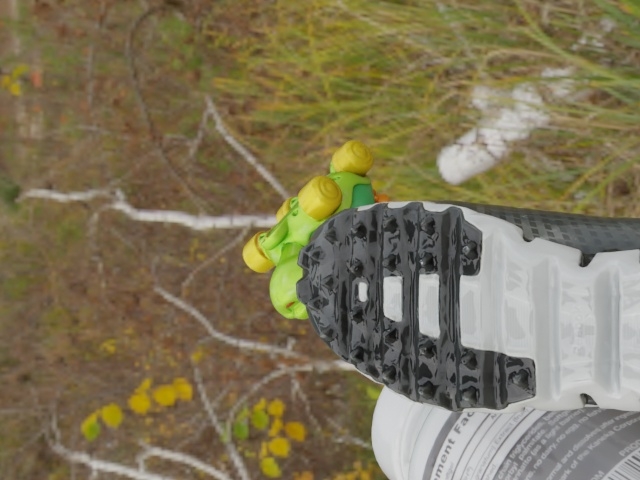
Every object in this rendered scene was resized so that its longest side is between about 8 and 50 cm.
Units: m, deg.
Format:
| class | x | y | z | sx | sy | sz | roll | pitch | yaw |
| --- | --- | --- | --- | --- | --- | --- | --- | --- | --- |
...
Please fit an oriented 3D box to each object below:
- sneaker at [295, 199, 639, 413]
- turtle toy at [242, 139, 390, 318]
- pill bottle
| class | x | y | z | sx | sy | sz | roll | pitch | yaw |
| --- | --- | --- | --- | --- | --- | --- | --- | --- | --- |
| sneaker | 0.103 | 0.025 | 0.421 | 0.234 | 0.106 | 0.078 | 3 | 93 | 36 |
| turtle toy | 0.000 | 0.000 | 0.726 | 0.066 | 0.130 | 0.095 | 44 | 132 | -4 |
| pill bottle | 0.167 | 0.172 | 0.716 | 0.318 | 0.176 | 0.176 | 30 | 113 | 58 |
